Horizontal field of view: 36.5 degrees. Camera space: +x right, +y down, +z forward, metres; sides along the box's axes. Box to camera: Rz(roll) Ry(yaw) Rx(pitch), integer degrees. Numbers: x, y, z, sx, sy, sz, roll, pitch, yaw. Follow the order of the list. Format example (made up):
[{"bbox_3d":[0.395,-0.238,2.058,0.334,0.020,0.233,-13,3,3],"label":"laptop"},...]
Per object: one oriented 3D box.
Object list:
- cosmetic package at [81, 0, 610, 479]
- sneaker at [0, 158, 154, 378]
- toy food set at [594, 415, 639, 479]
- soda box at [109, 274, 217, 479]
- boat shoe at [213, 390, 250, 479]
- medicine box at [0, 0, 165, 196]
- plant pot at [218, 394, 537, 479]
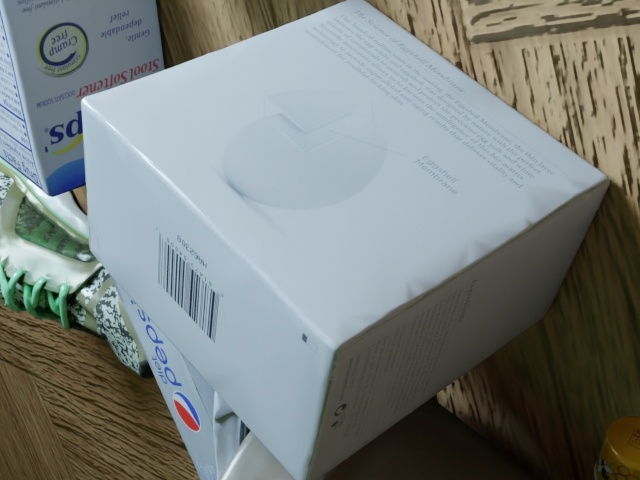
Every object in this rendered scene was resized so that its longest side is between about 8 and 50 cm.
[{"bbox_3d":[0.009,-0.014,0.603,0.224,0.224,0.138,43,144,27],"label":"cosmetic package"},{"bbox_3d":[-0.344,0.047,1.183,0.410,0.182,0.158,40,142,30],"label":"sneaker"},{"bbox_3d":[0.254,0.186,0.517,0.232,0.111,0.105,32,137,34],"label":"toy food set"},{"bbox_3d":[-0.118,0.108,0.993,0.091,0.098,0.286,-7,109,55],"label":"soda box"},{"bbox_3d":[-0.039,0.194,0.874,0.108,0.102,0.301,-64,-26,-79],"label":"boat shoe"},{"bbox_3d":[-0.286,-0.233,0.922,0.263,0.149,0.289,32,138,38],"label":"medicine box"},{"bbox_3d":[0.084,0.274,0.690,0.280,0.323,0.323,21,133,22],"label":"plant pot"}]
